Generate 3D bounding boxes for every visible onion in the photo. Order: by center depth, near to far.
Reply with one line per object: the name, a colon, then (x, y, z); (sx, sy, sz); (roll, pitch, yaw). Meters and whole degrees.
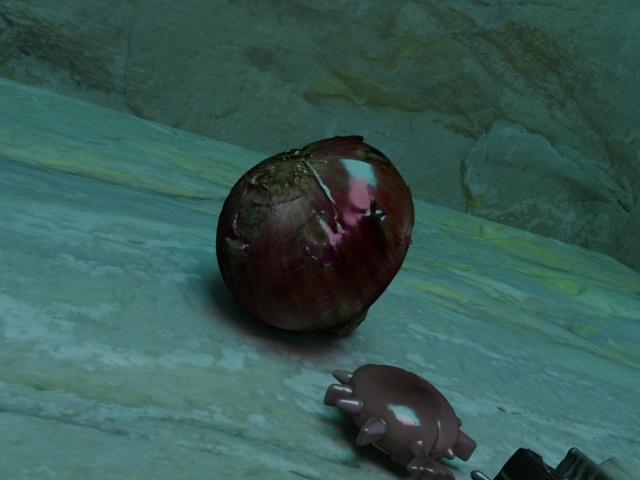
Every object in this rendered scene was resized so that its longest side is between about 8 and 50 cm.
onion: (-0.008, -0.014, 1.128); (0.353, 0.354, 0.353); (20, 16, -6)

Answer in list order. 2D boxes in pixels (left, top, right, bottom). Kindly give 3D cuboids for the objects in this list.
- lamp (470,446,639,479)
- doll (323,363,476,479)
lamp: (0.151, 0.277, 0.471); (0.374, 0.272, 0.205); (21, 1, -5)
doll: (0.110, 0.234, 0.907); (0.211, 0.093, 0.262); (19, 15, -20)
